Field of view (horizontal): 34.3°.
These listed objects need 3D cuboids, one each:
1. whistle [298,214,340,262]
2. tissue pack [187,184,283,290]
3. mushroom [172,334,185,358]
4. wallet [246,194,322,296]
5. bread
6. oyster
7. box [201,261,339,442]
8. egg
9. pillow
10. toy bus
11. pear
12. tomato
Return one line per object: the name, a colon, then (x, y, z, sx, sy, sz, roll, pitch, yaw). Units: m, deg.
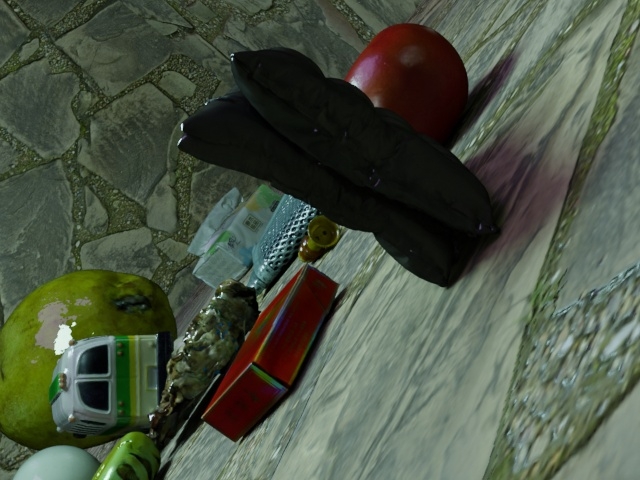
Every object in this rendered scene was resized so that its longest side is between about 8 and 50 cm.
whistle: (-0.004, -0.003, 1.440, 0.109, 0.046, 0.057, 129, 162, -70)
tissue pack: (-0.199, -0.019, 2.406, 0.159, 0.145, 0.229, -43, 12, 51)
mushroom: (-0.205, 0.195, 1.684, 0.079, 0.085, 0.085, 3, -46, -52)
wallet: (-0.016, -0.073, 1.770, 0.342, 0.075, 0.237, -51, 10, 13)
bread: (-0.259, 0.317, 1.353, 0.130, 0.071, 0.139, -50, 7, 0)
oyster: (-0.159, 0.165, 1.425, 0.259, 0.092, 0.198, -52, 2, 30)
box: (-0.049, 0.114, 1.079, 0.112, 0.048, 0.175, -49, 8, 39)
egg: (-0.382, 0.380, 1.524, 0.151, 0.151, 0.209, -53, 7, -7)
pillow: (0.017, -0.079, 0.872, 0.101, 0.228, 0.326, -57, 6, 12)
toy bus: (-0.334, 0.236, 1.644, 0.305, 0.179, 0.143, 143, 125, -68)
pear: (-0.455, 0.235, 2.017, 0.413, 0.352, 0.352, -33, 14, 23)
tomato: (0.087, -0.155, 1.199, 0.195, 0.136, 0.195, -53, 4, 5)
